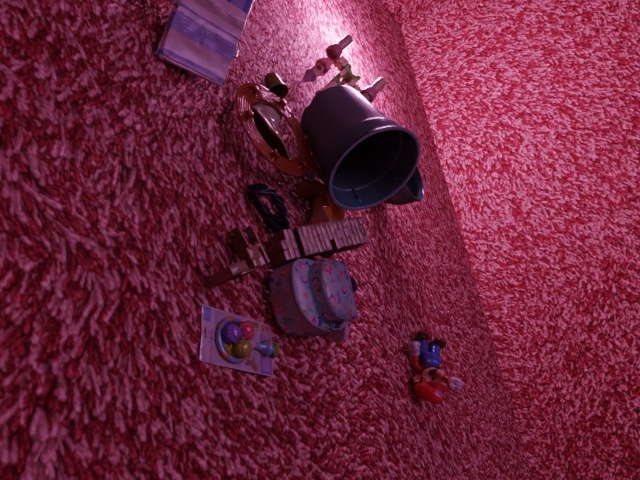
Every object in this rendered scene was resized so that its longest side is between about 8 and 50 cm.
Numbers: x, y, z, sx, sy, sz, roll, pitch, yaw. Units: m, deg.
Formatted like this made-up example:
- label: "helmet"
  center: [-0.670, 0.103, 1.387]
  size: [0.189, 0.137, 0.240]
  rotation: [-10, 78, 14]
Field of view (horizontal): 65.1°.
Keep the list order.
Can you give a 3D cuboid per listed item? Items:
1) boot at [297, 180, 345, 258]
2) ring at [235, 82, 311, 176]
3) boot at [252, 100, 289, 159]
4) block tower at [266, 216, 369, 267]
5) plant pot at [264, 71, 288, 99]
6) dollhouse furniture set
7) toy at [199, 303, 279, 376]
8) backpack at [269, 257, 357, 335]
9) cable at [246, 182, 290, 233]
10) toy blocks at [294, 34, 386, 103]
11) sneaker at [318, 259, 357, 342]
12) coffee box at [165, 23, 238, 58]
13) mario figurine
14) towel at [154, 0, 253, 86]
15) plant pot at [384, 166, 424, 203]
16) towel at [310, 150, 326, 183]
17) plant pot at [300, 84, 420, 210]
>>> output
- label: "boot"
  center: [0.033, -0.077, 1.754]
  size: [0.211, 0.104, 0.295]
  rotation: [4, 63, -58]
- label: "ring"
  center: [-0.134, -0.354, 1.578]
  size: [0.336, 0.032, 0.336]
  rotation: [39, 35, -35]
- label: "boot"
  center: [-0.154, -0.370, 1.668]
  size: [0.213, 0.077, 0.165]
  rotation: [55, 29, -22]
- label: "block tower"
  center: [0.000, 0.000, 1.527]
  size: [0.335, 0.097, 0.091]
  rotation: [-12, 80, -39]
- label: "plant pot"
  center: [-0.165, -0.552, 1.782]
  size: [0.083, 0.083, 0.079]
  rotation: [18, 43, -55]
- label: "dollhouse furniture set"
  center: [-0.221, 0.029, 1.237]
  size: [0.151, 0.144, 0.123]
  rotation: [-22, 85, -47]
- label: "toy"
  center: [-0.184, 0.241, 1.217]
  size: [0.237, 0.056, 0.137]
  rotation: [32, 43, -47]
- label: "backpack"
  center: [-0.022, 0.159, 1.428]
  size: [0.253, 0.191, 0.225]
  rotation: [10, 63, -51]
- label: "cable"
  center: [-0.152, -0.110, 1.511]
  size: [0.184, 0.047, 0.150]
  rotation: [46, 30, -27]
- label: "toy blocks"
  center: [0.058, -0.632, 2.114]
  size: [0.288, 0.309, 0.260]
  rotation: [47, 66, -12]
- label: "sneaker"
  center: [0.065, 0.194, 1.621]
  size: [0.153, 0.101, 0.268]
  rotation: [13, 57, -53]
- label: "coffee box"
  center: [-0.340, -0.583, 1.457]
  size: [0.184, 0.113, 0.040]
  rotation: [44, 36, -39]
- label: "mario figurine"
  center: [0.457, 0.495, 1.996]
  size: [0.320, 0.198, 0.170]
  rotation: [-79, 160, -52]
- label: "towel"
  center: [-0.311, -0.594, 1.385]
  size: [0.209, 0.034, 0.285]
  rotation: [18, 97, -41]
- label: "plant pot"
  center: [0.318, -0.283, 2.281]
  size: [0.293, 0.196, 0.293]
  rotation: [40, 39, -42]
- label: "towel"
  center: [0.039, -0.278, 1.897]
  size: [0.199, 0.031, 0.275]
  rotation: [41, 27, -17]
- label: "plant pot"
  center: [0.111, -0.339, 1.728]
  size: [0.341, 0.341, 0.334]
  rotation: [28, 25, -50]
